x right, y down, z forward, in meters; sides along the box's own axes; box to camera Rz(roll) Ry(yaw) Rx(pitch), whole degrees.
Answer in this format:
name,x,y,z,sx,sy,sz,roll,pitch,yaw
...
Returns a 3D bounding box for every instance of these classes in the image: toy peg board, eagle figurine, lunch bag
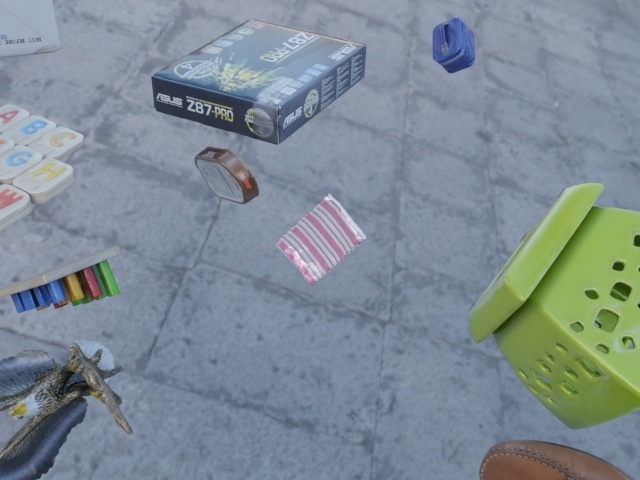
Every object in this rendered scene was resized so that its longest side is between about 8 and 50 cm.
name,x,y,z,sx,sy,sz,roll,pitch,yaw
toy peg board,-0.432,0.083,1.277,0.161,0.161,0.079,-29,101,-52
eagle figurine,-0.522,0.302,1.374,0.225,0.298,0.226,45,18,-51
lunch bag,0.256,-0.383,1.463,0.065,0.067,0.098,27,57,-44

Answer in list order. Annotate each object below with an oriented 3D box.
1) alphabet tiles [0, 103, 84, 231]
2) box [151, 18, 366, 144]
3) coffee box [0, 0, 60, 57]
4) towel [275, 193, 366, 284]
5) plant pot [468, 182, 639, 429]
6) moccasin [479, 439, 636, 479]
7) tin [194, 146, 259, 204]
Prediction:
name,x,y,z,sx,sy,sz,roll,pitch,yaw
alphabet tiles,-0.463,-0.097,0.984,0.284,0.021,0.278,23,45,26
box,-0.125,-0.361,1.666,0.318,0.097,0.395,21,40,22
coffee box,-0.391,-0.262,0.824,0.168,0.118,0.297,-12,20,-21
towel,0.000,0.000,1.853,0.144,0.197,0.029,49,22,2
plant pot,0.330,0.075,0.952,0.207,0.227,0.228,37,70,11
moccasin,0.315,0.351,0.802,0.147,0.139,0.380,-15,39,-35
tin,-0.180,-0.122,1.430,0.040,0.106,0.190,-42,27,-18
